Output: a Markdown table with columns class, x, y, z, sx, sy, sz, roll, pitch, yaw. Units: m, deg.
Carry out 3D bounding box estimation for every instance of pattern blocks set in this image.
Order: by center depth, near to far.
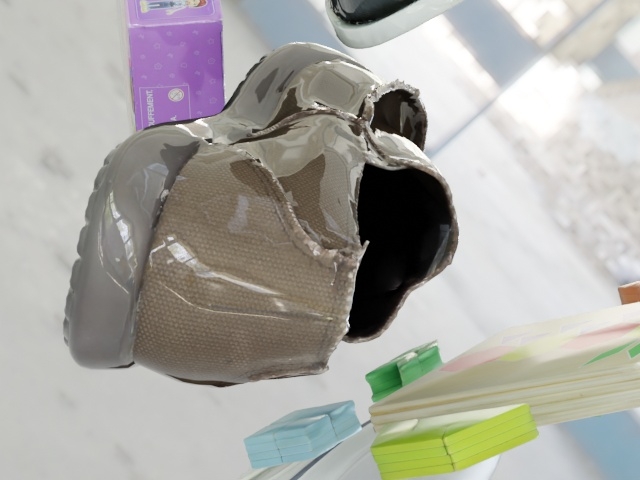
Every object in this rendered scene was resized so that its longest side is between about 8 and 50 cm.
| class | x | y | z | sx | sy | sz | roll | pitch | yaw |
| --- | --- | --- | --- | --- | --- | --- | --- | --- | --- |
| pattern blocks set | 0.130 | 0.063 | 0.980 | 0.285 | 0.325 | 0.026 | -23 | 97 | -40 |

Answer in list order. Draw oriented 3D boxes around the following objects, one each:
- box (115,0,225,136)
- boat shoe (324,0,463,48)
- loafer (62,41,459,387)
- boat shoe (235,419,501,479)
| class | x | y | z | sx | sy | sz | roll | pitch | yaw |
| --- | --- | --- | --- | --- | --- | --- | --- | --- | --- |
| box | -0.099 | -0.135 | 1.236 | 0.293 | 0.057 | 0.201 | -102 | -170 | -50 |
| boat shoe | 0.037 | -0.179 | 0.902 | 0.091 | 0.114 | 0.302 | 59 | 14 | -21 |
| loafer | 0.000 | 0.000 | 0.919 | 0.130 | 0.133 | 0.366 | 17 | 19 | 11 |
| boat shoe | -0.012 | 0.162 | 1.143 | 0.088 | 0.267 | 0.096 | 29 | -33 | 48 |
